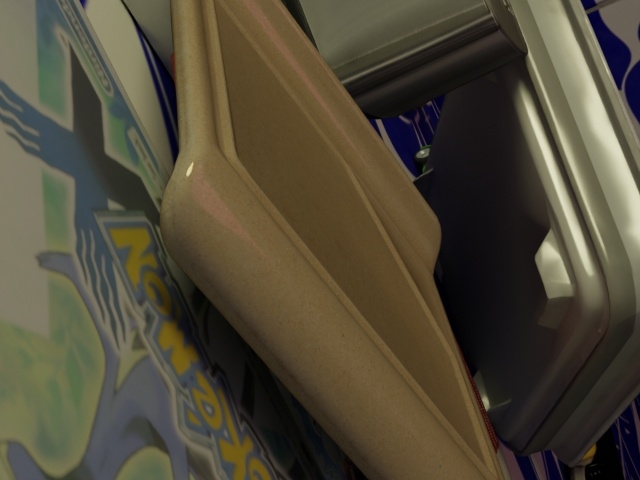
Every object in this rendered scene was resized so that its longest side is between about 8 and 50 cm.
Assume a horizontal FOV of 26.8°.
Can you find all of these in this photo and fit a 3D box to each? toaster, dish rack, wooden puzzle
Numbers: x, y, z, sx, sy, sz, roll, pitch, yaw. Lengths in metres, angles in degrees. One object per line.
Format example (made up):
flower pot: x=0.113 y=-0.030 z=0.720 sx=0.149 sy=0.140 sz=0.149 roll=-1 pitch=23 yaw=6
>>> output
toaster: x=0.036 y=-0.154 z=0.760 sx=0.185 sy=0.110 sz=0.168 roll=69 pitch=15 yaw=4
dish rack: x=0.135 y=-0.004 z=0.933 sx=0.333 sy=0.072 sz=0.285 roll=98 pitch=-23 yaw=-64
wooden puzzle: x=0.000 y=0.000 z=0.562 sx=0.221 sy=0.044 sz=0.238 roll=51 pitch=18 yaw=-29

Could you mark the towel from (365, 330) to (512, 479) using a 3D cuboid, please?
towel: x=0.089 y=0.191 z=0.720 sx=0.237 sy=0.037 sz=0.329 roll=-36 pitch=105 yaw=-76

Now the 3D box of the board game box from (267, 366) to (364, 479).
board game box: x=-0.011 y=0.069 z=0.600 sx=0.090 sy=0.020 sz=0.090 roll=44 pitch=27 yaw=-56

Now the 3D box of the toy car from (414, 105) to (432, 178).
toy car: x=0.119 y=-0.083 z=1.228 sx=0.239 sy=0.053 sz=0.225 roll=58 pitch=17 yaw=-31

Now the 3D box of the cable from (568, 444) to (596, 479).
cable: x=0.195 y=0.063 z=1.113 sx=0.139 sy=0.072 sz=0.287 roll=-98 pitch=-178 yaw=-56

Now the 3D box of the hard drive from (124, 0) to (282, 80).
hard drive: x=-0.059 y=-0.176 z=0.757 sx=0.203 sy=0.040 sz=0.307 roll=59 pitch=17 yaw=-29

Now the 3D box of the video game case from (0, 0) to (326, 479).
video game case: x=-0.074 y=0.054 z=0.363 sx=0.329 sy=0.036 sz=0.300 roll=64 pitch=15 yaw=-13

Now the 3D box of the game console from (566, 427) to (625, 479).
game console: x=0.236 y=0.125 z=1.338 sx=0.213 sy=0.044 sz=0.361 roll=-88 pitch=154 yaw=-58
